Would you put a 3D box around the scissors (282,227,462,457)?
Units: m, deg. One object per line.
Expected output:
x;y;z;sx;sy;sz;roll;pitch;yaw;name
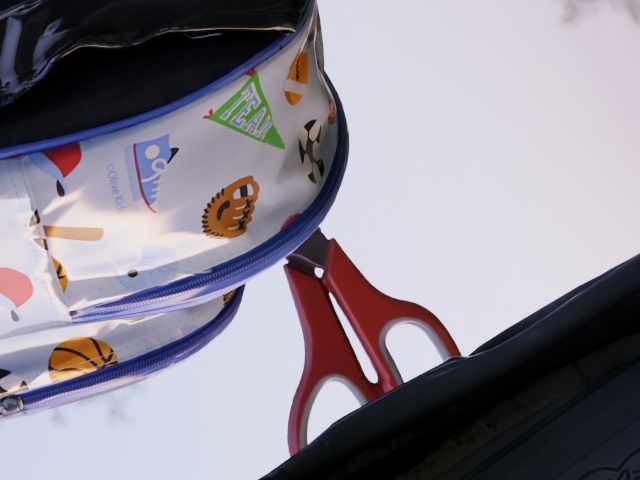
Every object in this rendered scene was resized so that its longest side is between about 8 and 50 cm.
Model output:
0.000;0.000;1.072;0.021;0.109;0.297;125;126;-88;scissors

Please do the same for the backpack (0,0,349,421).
-0.120;-0.053;0.847;0.276;0.263;0.213;-101;-7;-47;backpack

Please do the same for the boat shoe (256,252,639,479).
0.007;0.099;0.441;0.127;0.340;0.113;52;163;39;boat shoe
